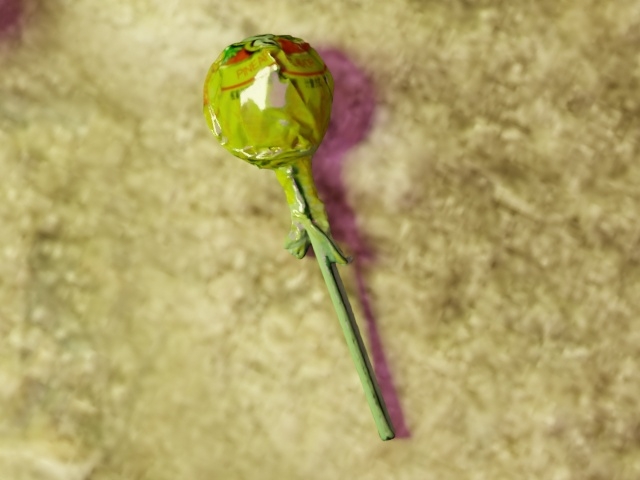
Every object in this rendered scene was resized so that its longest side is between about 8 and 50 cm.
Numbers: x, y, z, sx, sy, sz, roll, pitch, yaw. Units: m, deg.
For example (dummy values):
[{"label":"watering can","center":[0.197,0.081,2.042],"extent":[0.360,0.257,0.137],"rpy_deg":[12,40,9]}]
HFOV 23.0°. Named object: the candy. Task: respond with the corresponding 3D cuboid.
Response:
[{"label":"candy","center":[-0.002,0.000,0.966],"extent":[0.077,0.073,0.262],"rpy_deg":[-18,96,14]}]
